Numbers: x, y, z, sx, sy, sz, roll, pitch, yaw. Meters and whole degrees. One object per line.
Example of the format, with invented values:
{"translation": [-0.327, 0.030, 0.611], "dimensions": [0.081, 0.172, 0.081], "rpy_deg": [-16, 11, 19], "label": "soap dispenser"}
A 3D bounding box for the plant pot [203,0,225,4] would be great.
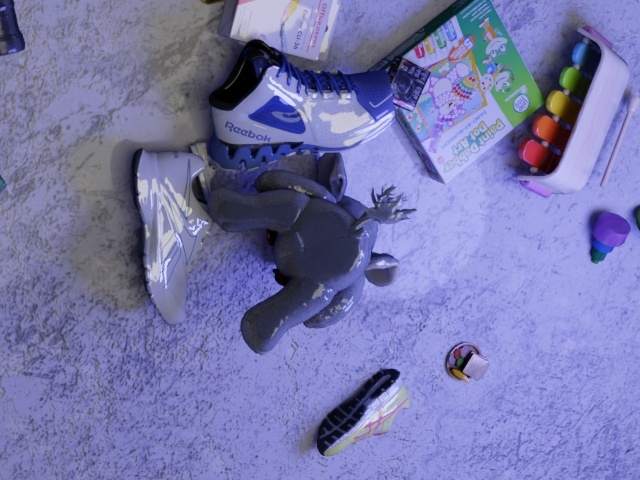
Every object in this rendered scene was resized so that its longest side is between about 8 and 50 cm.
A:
{"translation": [-0.165, -0.429, 1.760], "dimensions": [0.081, 0.081, 0.083], "rpy_deg": [41, 74, -27], "label": "plant pot"}

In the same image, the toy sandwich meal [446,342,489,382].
{"translation": [0.282, 0.236, 2.165], "dimensions": [0.086, 0.029, 0.085], "rpy_deg": [-6, 107, -22], "label": "toy sandwich meal"}

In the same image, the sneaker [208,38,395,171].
{"translation": [-0.039, -0.231, 1.790], "dimensions": [0.315, 0.127, 0.182], "rpy_deg": [-16, 133, -6], "label": "sneaker"}

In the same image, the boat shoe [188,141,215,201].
{"translation": [-0.189, -0.114, 1.860], "dimensions": [0.035, 0.035, 0.100], "rpy_deg": [-17, 104, -16], "label": "boat shoe"}

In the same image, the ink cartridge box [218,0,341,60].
{"translation": [-0.053, -0.362, 1.830], "dimensions": [0.198, 0.067, 0.115], "rpy_deg": [10, 100, -26], "label": "ink cartridge box"}

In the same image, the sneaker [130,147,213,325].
{"translation": [-0.231, -0.004, 1.818], "dimensions": [0.129, 0.111, 0.297], "rpy_deg": [-6, 108, -12], "label": "sneaker"}

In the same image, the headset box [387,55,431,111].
{"translation": [0.140, -0.260, 1.905], "dimensions": [0.062, 0.032, 0.083], "rpy_deg": [22, 96, -27], "label": "headset box"}

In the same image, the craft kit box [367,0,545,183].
{"translation": [0.244, -0.271, 1.997], "dimensions": [0.250, 0.061, 0.246], "rpy_deg": [-40, 119, -9], "label": "craft kit box"}

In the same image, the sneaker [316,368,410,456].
{"translation": [0.087, 0.335, 2.079], "dimensions": [0.208, 0.081, 0.094], "rpy_deg": [-38, 118, -10], "label": "sneaker"}

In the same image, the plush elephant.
{"translation": [0.000, 0.000, 1.865], "dimensions": [0.330, 0.255, 0.272], "rpy_deg": [-23, 88, 4], "label": "plush elephant"}

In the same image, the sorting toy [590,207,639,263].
{"translation": [0.693, 0.009, 2.263], "dimensions": [0.366, 0.127, 0.126], "rpy_deg": [-2, 134, -21], "label": "sorting toy"}

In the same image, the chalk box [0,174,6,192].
{"translation": [-0.576, -0.087, 1.616], "dimensions": [0.179, 0.180, 0.289], "rpy_deg": [-47, 118, -5], "label": "chalk box"}

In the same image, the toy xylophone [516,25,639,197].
{"translation": [0.486, -0.218, 2.089], "dimensions": [0.236, 0.081, 0.322], "rpy_deg": [31, 84, -51], "label": "toy xylophone"}

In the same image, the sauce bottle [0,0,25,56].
{"translation": [-0.489, -0.434, 1.598], "dimensions": [0.111, 0.111, 0.344], "rpy_deg": [-16, 112, -19], "label": "sauce bottle"}
